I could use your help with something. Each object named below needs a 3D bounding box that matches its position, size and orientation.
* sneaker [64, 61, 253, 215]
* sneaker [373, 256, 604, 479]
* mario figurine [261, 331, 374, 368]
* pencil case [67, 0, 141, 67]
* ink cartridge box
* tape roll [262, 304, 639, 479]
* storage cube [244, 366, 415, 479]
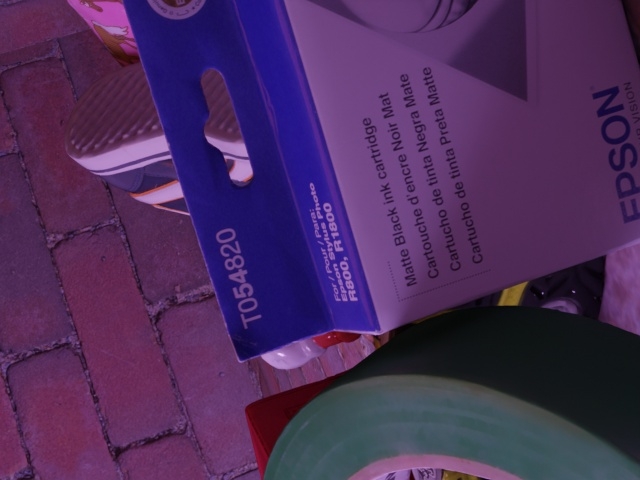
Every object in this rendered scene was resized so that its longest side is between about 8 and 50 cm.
[{"bbox_3d":[-0.055,-0.094,0.908,0.127,0.321,0.126,36,-119,-42],"label":"sneaker"},{"bbox_3d":[0.084,0.060,0.732,0.385,0.145,0.147,84,163,-44],"label":"sneaker"},{"bbox_3d":[0.000,0.000,0.987,0.320,0.170,0.198,177,70,-82],"label":"mario figurine"},{"bbox_3d":[-0.124,-0.236,0.952,0.386,0.160,0.167,49,-140,-58],"label":"pencil case"},{"bbox_3d":[0.037,-0.077,0.528,0.045,0.224,0.223,-168,60,-78],"label":"ink cartridge box"},{"bbox_3d":[0.111,0.191,0.558,0.321,0.077,0.321,23,127,33],"label":"tape roll"},{"bbox_3d":[0.055,0.254,1.097,0.193,0.183,0.215,-129,24,-59],"label":"storage cube"}]
